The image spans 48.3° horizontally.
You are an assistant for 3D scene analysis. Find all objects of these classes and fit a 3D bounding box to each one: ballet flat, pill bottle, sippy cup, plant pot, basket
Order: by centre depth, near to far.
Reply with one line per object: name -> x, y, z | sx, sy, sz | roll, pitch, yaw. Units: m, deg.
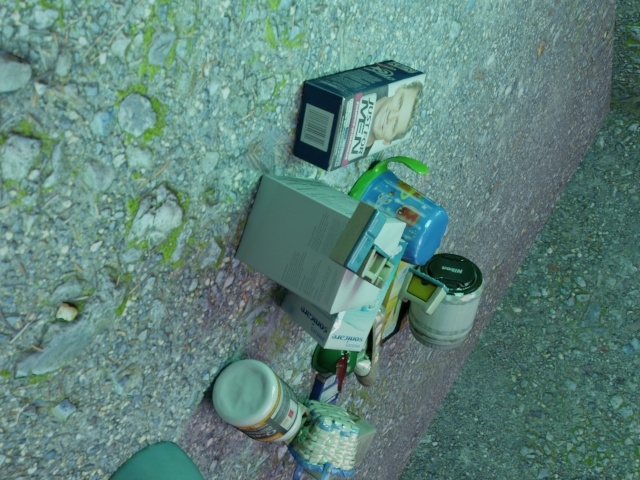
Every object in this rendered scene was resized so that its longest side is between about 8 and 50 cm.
plant pot -> -0.346, 0.624, 1.581 | 0.290, 0.195, 0.290 | -42, 147, -35
pill bottle -> -0.146, 0.407, 1.769 | 0.162, 0.162, 0.278 | -55, 152, -14
sippy cup -> 0.205, -0.050, 1.885 | 0.240, 0.224, 0.305 | -50, 152, -21
basket -> -0.009, 0.641, 2.134 | 0.255, 0.201, 0.288 | -156, -99, -74
ballet flat -> 0.132, 0.342, 2.275 | 0.106, 0.108, 0.315 | -20, 122, -47

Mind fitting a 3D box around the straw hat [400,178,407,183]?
straw hat -> 0.239, -0.102, 2.077 | 0.144, 0.061, 0.144 | -41, 147, -35

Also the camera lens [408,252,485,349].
camera lens -> 0.407, 0.196, 2.337 | 0.219, 0.219, 0.274 | -38, 145, -39

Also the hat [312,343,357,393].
hat -> 0.092, 0.371, 2.093 | 0.208, 0.183, 0.173 | -38, 137, -19

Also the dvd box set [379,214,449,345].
dvd box set -> 0.282, 0.128, 2.367 | 0.308, 0.062, 0.420 | -25, 136, -51

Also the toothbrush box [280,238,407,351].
toothbrush box -> 0.050, 0.087, 1.724 | 0.126, 0.216, 0.295 | 11, 107, -38

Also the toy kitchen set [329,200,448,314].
toy kitchen set -> 0.146, 0.038, 1.342 | 0.122, 0.166, 0.207 | -61, 152, -2

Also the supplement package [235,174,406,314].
supplement package -> 0.000, 0.000, 1.524 | 0.198, 0.263, 0.199 | -5, 119, -58

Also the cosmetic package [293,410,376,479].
cosmetic package -> 0.055, 0.698, 2.431 | 0.296, 0.129, 0.153 | 7, 110, -62

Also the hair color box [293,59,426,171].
hair color box -> 0.095, -0.287, 1.601 | 0.347, 0.105, 0.173 | -29, 139, -48

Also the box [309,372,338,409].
box -> 0.012, 0.503, 2.272 | 0.136, 0.037, 0.225 | -18, 129, -54

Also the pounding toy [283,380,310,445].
pounding toy -> -0.101, 0.489, 2.020 | 0.130, 0.100, 0.141 | -53, 163, -17
